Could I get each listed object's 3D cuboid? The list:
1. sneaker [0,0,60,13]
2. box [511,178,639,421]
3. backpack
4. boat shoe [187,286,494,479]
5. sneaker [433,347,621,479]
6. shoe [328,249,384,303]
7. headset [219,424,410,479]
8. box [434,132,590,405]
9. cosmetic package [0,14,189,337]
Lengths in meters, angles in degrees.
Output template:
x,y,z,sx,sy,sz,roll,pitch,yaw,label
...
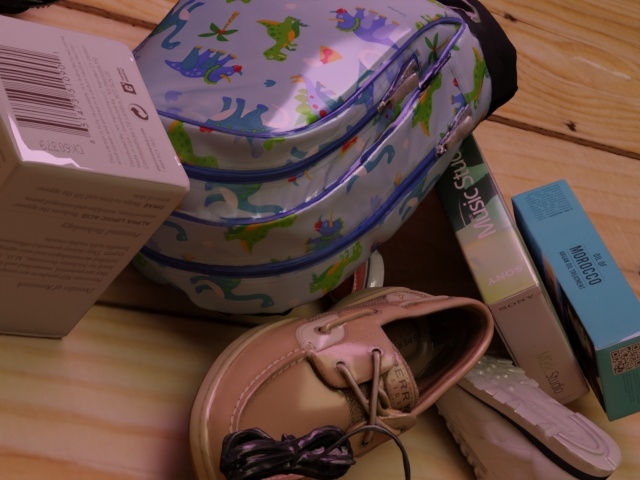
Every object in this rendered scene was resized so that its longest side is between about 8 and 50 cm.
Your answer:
x,y,z,sx,sy,sz,roll,pitch,yaw,label
-0.235,-0.311,1.768,0.447,0.169,0.257,-3,63,-39,sneaker
0.256,0.054,1.854,0.244,0.060,0.100,-112,-175,-51,box
-0.033,-0.102,1.595,0.290,0.273,0.355,24,65,20,backpack
0.021,0.109,1.522,0.341,0.110,0.121,-32,112,-52,boat shoe
0.151,0.164,1.682,0.090,0.095,0.235,-6,37,-45,sneaker
0.000,0.000,1.724,0.081,0.063,0.178,22,33,-27,shoe
0.071,0.287,1.302,0.185,0.243,0.394,7,43,-43,headset
0.150,-0.022,1.809,0.322,0.058,0.232,67,6,35,box
-0.223,-0.044,1.411,0.151,0.183,0.151,8,47,-42,cosmetic package
